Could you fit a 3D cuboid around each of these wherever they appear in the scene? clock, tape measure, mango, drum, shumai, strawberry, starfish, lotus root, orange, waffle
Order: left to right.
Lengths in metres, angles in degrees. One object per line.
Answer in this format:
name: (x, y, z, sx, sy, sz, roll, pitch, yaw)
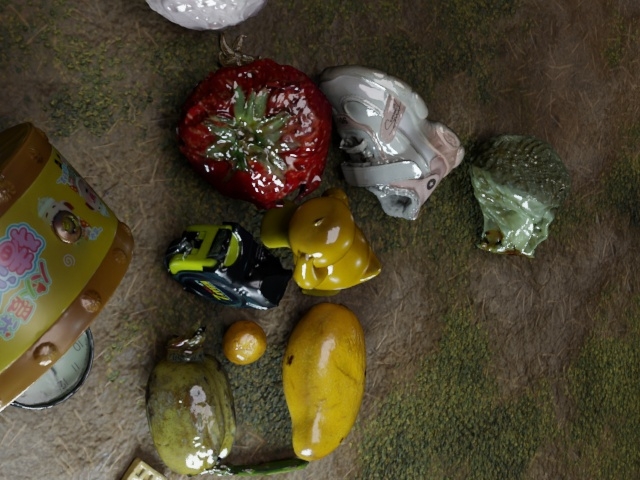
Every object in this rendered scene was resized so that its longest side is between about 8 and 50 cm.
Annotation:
drum: (-0.468, 0.052, 1.165, 0.431, 0.431, 0.214, -49, 117, -23)
clock: (-0.452, 0.180, 1.403, 0.184, 0.040, 0.185, -1, 91, -33)
waffle: (-0.320, 0.452, 1.510, 0.092, 0.021, 0.135, 43, 70, -25)
lotus root: (-0.226, 0.264, 1.498, 0.154, 0.154, 0.278, -11, 98, -33)
tape measure: (-0.169, 0.038, 1.500, 0.199, 0.186, 0.112, 44, 57, -42)
starfish: (-0.154, -0.339, 1.594, 0.091, 0.028, 0.078, 52, 59, -20)
orange: (-0.139, 0.184, 1.593, 0.083, 0.070, 0.083, -4, 103, -20)
strawberry: (-0.104, -0.194, 1.531, 0.274, 0.220, 0.274, -1, 114, -2)
mango: (0.004, 0.263, 1.663, 0.177, 0.120, 0.295, 13, 86, -41)
shumai: (0.414, -0.102, 1.923, 0.225, 0.222, 0.261, 18, 48, -6)

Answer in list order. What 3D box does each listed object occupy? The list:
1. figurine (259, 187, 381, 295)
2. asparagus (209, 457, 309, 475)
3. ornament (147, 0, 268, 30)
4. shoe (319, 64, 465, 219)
figurine: (0.008, 0.004, 1.594, 0.228, 0.215, 0.215, 36, 71, -43)
asparagus: (-0.126, 0.422, 1.632, 0.236, 0.027, 0.034, 8, 82, -33)
ornament: (-0.196, -0.473, 1.445, 0.259, 0.225, 0.260, 0, 90, -33)
shoe: (0.122, -0.187, 1.696, 0.351, 0.172, 0.198, 34, 76, -28)
